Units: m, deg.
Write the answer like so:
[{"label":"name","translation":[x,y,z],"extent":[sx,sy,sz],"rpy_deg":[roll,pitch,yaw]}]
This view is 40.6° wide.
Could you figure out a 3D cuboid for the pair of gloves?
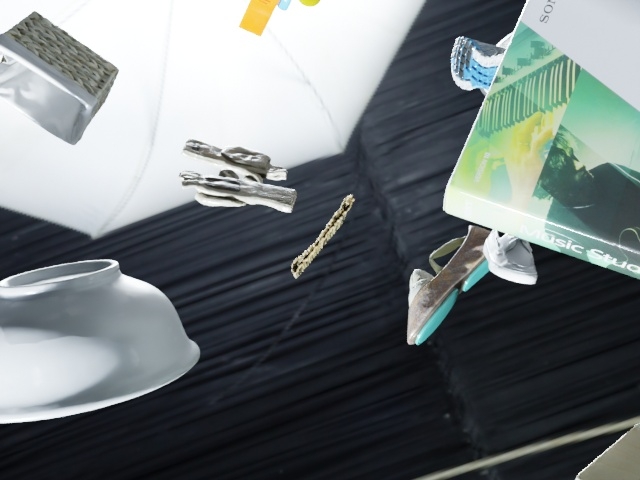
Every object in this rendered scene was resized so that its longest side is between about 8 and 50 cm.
[{"label":"pair of gloves","translation":[-0.150,-0.110,1.534],"extent":[0.240,0.204,0.042],"rpy_deg":[-104,26,-63]}]

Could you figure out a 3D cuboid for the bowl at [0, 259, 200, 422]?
[{"label":"bowl","translation":[-0.302,0.103,1.037],"extent":[0.298,0.298,0.134],"rpy_deg":[-98,0,-81]}]

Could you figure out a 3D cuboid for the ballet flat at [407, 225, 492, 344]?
[{"label":"ballet flat","translation":[0.246,0.081,1.738],"extent":[0.106,0.316,0.107],"rpy_deg":[37,149,21]}]

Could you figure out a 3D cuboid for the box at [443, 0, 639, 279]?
[{"label":"box","translation":[0.290,-0.077,0.696],"extent":[0.058,0.322,0.232],"rpy_deg":[73,-140,-65]}]

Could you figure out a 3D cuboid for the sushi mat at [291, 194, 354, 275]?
[{"label":"sushi mat","translation":[0.000,0.000,1.480],"extent":[0.019,0.151,0.316],"rpy_deg":[40,176,2]}]

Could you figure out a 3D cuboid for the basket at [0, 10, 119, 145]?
[{"label":"basket","translation":[-0.398,-0.243,1.284],"extent":[0.167,0.113,0.103],"rpy_deg":[34,-129,-10]}]

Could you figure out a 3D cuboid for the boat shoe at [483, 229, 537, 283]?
[{"label":"boat shoe","translation":[0.295,0.014,1.326],"extent":[0.184,0.066,0.063],"rpy_deg":[-74,-5,-73]}]

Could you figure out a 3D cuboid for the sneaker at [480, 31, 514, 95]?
[{"label":"sneaker","translation":[0.421,-0.363,1.619],"extent":[0.090,0.270,0.145],"rpy_deg":[48,-174,-18]}]

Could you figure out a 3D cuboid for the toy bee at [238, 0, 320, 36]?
[{"label":"toy bee","translation":[-0.071,-0.532,1.695],"extent":[0.195,0.298,0.162],"rpy_deg":[32,-118,-31]}]

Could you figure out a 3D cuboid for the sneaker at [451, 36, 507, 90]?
[{"label":"sneaker","translation":[0.255,-0.244,1.227],"extent":[0.190,0.083,0.071],"rpy_deg":[-134,42,-56]}]

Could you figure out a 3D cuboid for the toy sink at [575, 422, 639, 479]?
[{"label":"toy sink","translation":[0.382,0.356,0.976],"extent":[0.153,0.131,0.234],"rpy_deg":[30,140,45]}]
